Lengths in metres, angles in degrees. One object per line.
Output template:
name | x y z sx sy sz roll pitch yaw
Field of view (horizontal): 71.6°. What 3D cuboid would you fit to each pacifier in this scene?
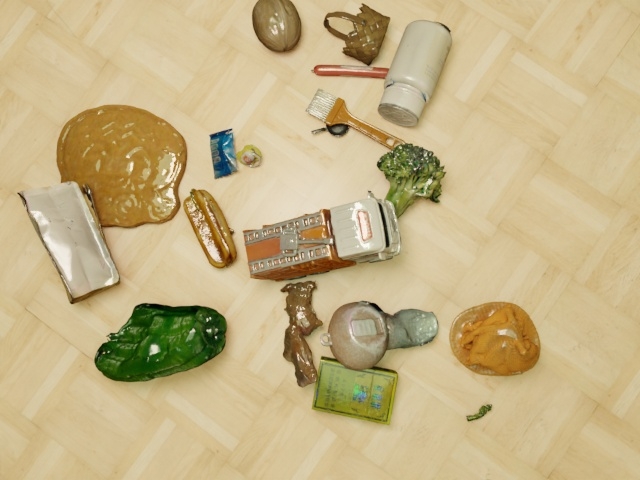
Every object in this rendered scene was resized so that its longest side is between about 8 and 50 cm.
pacifier | -0.203 -0.254 1.301 0.068 0.083 0.064 35 45 -27

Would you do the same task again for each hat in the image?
hat | 0.487 0.275 1.141 0.233 0.233 0.244 -42 84 1

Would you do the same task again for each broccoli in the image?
broccoli | 0.241 -0.134 1.250 0.198 0.177 0.275 -5 118 -30

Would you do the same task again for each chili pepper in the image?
chili pepper | 0.444 0.480 1.234 0.083 0.022 0.027 -32 87 4
chili pepper | -0.429 0.285 1.219 0.385 0.213 0.167 -14 130 20

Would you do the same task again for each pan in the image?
pan | 0.028 -0.331 1.304 0.115 0.023 0.068 -16 86 -2

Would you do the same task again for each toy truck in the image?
toy truck | 0.000 0.000 1.153 0.387 0.207 0.173 -14 82 22

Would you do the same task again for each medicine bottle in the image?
medicine bottle | 0.261 -0.463 1.244 0.143 0.143 0.258 21 86 4

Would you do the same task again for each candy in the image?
candy | -0.286 -0.255 1.304 0.088 0.038 0.136 -8 87 22

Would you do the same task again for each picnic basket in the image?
picnic basket | 0.095 -0.602 1.267 0.178 0.128 0.138 20 86 -6

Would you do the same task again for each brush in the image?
brush | 0.112 -0.335 1.286 0.314 0.017 0.090 29 85 1

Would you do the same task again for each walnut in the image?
walnut | -0.125 -0.623 1.278 0.140 0.140 0.162 -16 97 2

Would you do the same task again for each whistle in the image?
whistle | 0.158 0.255 1.215 0.348 0.189 0.189 -3 86 -20

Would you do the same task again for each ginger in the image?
ginger | -0.052 0.258 1.245 0.122 0.084 0.290 -3 79 5

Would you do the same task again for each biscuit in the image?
biscuit | -0.593 -0.220 1.309 0.385 0.062 0.365 4 87 3

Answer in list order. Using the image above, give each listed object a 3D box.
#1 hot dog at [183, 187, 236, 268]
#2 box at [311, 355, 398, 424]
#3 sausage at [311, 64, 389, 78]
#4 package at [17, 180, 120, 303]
hot dog | -0.314 -0.041 1.282 0.104 0.076 0.250 -31 81 20
box | 0.095 0.414 1.234 0.220 0.064 0.141 9 86 5
sausage | 0.098 -0.498 1.309 0.253 0.034 0.034 5 86 3
package | -0.680 0.004 1.239 0.165 0.221 0.311 -25 91 -29
